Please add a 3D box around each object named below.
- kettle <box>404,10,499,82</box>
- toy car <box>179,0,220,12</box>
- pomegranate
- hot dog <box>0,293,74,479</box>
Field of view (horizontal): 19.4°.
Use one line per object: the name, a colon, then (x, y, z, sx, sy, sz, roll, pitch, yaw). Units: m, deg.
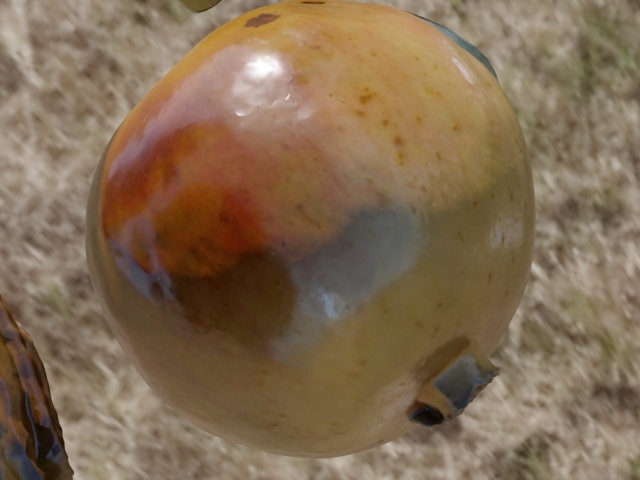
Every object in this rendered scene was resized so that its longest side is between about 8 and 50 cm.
kettle: (0.021, -0.043, 1.329, 0.161, 0.221, 0.236, 14, 65, 12)
toy car: (-0.022, -0.239, 1.051, 0.248, 0.200, 0.142, -33, 63, 11)
pomegranate: (-0.001, -0.003, 0.770, 0.191, 0.191, 0.191, -12, 59, 21)
hot dog: (-0.177, 0.072, 0.609, 0.196, 0.122, 0.272, -26, 85, 45)
